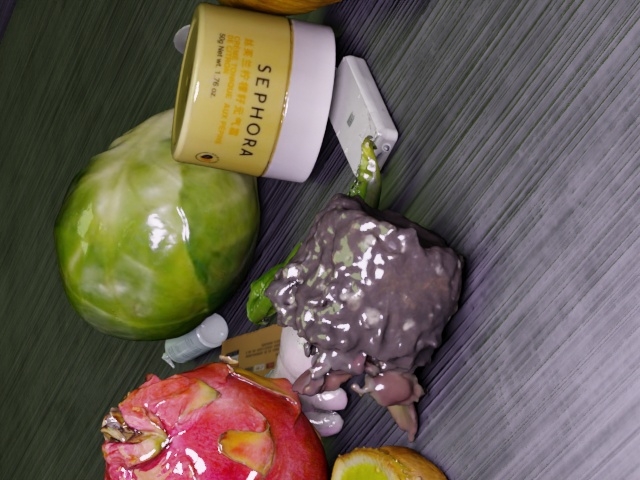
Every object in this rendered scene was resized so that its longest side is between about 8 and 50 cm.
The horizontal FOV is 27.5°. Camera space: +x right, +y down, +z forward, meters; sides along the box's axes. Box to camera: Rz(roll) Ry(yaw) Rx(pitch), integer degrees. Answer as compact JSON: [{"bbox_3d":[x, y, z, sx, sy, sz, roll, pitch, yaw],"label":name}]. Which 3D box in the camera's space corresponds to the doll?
[{"bbox_3d":[-0.011,0.147,1.614,0.149,0.095,0.192,-121,45,-56],"label":"doll"}]

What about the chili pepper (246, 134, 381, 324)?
[{"bbox_3d":[0.000,0.000,1.668,0.359,0.076,0.085,-48,15,48],"label":"chili pepper"}]

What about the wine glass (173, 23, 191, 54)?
[{"bbox_3d":[-0.196,-0.262,2.145,0.079,0.079,0.195,-53,35,42],"label":"wine glass"}]

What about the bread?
[{"bbox_3d":[0.068,0.335,1.415,0.236,0.070,0.236,-31,54,57],"label":"bread"}]

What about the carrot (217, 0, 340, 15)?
[{"bbox_3d":[-0.023,-0.415,1.684,0.341,0.241,0.241,1,81,65],"label":"carrot"}]

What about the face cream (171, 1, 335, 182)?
[{"bbox_3d":[-0.094,-0.197,1.752,0.218,0.179,0.218,-171,90,-78],"label":"face cream"}]

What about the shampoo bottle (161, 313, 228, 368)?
[{"bbox_3d":[-0.208,0.160,2.037,0.195,0.056,0.056,-29,55,56],"label":"shampoo bottle"}]

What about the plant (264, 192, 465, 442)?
[{"bbox_3d":[0.045,0.074,1.434,0.234,0.204,0.178,-65,28,13],"label":"plant"}]

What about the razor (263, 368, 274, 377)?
[{"bbox_3d":[-0.093,0.218,1.755,0.135,0.040,0.068,-50,38,33],"label":"razor"}]

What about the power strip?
[{"bbox_3d":[0.049,-0.159,1.673,0.081,0.035,0.192,-61,32,32],"label":"power strip"}]

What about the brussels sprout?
[{"bbox_3d":[-0.225,-0.027,1.902,0.289,0.281,0.354,86,-154,-62],"label":"brussels sprout"}]

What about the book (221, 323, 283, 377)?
[{"bbox_3d":[-0.097,0.314,1.791,0.269,0.032,0.389,-19,63,61],"label":"book"}]

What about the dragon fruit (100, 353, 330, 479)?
[{"bbox_3d":[-0.109,0.266,1.484,0.250,0.250,0.315,-109,-2,-45],"label":"dragon fruit"}]
